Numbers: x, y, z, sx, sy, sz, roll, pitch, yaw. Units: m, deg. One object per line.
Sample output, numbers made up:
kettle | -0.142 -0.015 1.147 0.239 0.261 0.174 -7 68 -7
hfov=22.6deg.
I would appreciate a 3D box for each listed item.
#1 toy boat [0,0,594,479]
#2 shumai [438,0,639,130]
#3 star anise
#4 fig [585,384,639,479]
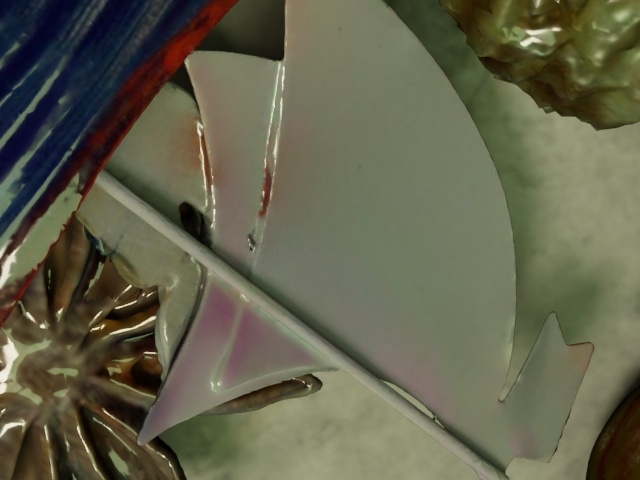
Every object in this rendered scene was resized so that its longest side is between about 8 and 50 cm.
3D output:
toy boat | -0.001 -0.029 0.560 0.318 0.072 0.219 14 93 -31
shumai | 0.058 -0.162 0.464 0.218 0.189 0.256 -4 127 -30
star anise | -0.110 0.059 0.608 0.230 0.081 0.262 4 104 -29
fig | 0.204 0.065 0.710 0.124 0.124 0.236 23 93 -27
